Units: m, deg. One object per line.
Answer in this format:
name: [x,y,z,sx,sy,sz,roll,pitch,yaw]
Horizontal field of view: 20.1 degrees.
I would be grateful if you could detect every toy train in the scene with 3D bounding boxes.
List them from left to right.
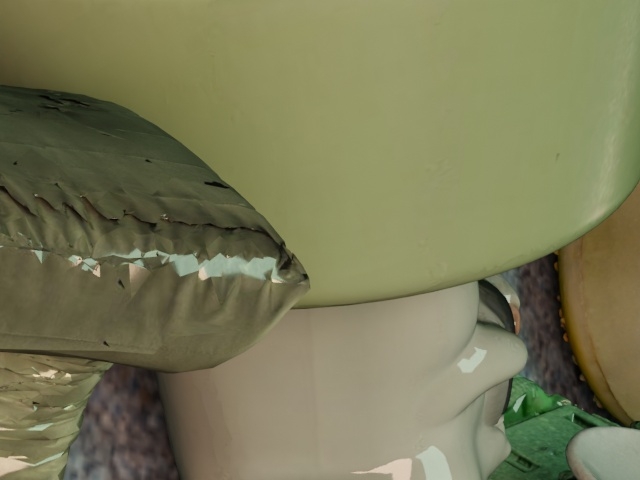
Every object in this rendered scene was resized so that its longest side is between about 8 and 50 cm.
toy train: [0.103,0.117,0.879,0.149,0.099,0.081,-22,128,-44]

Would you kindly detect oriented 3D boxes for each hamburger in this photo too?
hamburger: [0.200,0.007,1.007,0.173,0.116,0.210,22,66,-34]

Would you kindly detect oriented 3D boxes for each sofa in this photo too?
sofa: [-0.142,0.066,0.471,0.210,0.176,0.225,6,105,-30]

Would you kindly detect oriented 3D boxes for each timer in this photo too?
timer: [0.000,0.000,0.700,0.291,0.291,0.315,-34,126,-48]

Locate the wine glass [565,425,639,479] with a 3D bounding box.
wine glass: [0.129,0.194,0.765,0.165,0.165,0.196,-1,116,-49]
